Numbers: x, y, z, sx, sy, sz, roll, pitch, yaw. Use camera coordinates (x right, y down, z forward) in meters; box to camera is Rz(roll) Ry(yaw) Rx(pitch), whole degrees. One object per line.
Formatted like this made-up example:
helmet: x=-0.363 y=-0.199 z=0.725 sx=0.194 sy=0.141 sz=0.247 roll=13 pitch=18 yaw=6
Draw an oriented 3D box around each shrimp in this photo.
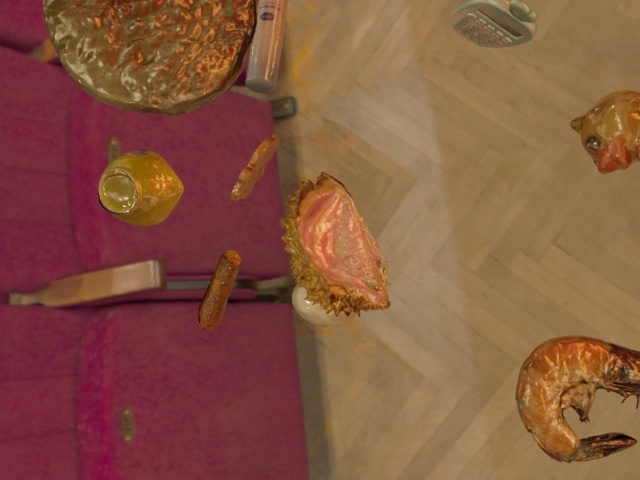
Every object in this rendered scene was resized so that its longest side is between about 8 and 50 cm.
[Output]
shrimp: x=0.625 y=0.348 z=1.408 sx=0.445 sy=0.085 sz=0.272 roll=7 pitch=88 yaw=-12

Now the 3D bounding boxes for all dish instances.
dish: x=-0.362 y=-0.096 z=1.237 sx=0.208 sy=0.080 sz=0.149 roll=-1 pitch=98 yaw=26

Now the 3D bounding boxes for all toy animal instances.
toy animal: x=0.597 y=-0.198 z=1.192 sx=0.281 sy=0.195 sz=0.169 roll=5 pitch=66 yaw=34

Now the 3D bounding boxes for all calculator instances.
calculator: x=0.434 y=-0.545 z=1.633 sx=0.042 sy=0.184 sz=0.295 roll=-64 pitch=19 yaw=-3

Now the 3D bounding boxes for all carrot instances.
carrot: x=-0.272 y=0.136 z=1.769 sx=0.070 sy=0.070 sz=0.260 roll=44 pitch=127 yaw=26

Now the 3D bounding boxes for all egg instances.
egg: x=0.016 y=0.151 z=1.717 sx=0.151 sy=0.209 sz=0.151 roll=-1 pitch=89 yaw=48

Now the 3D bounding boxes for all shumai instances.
shumai: x=-0.294 y=-0.371 z=1.141 sx=0.324 sy=0.323 sz=0.397 roll=-10 pitch=82 yaw=-15

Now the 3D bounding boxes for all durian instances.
durian: x=-0.001 y=0.011 z=1.252 sx=0.185 sy=0.195 sz=0.305 roll=-18 pitch=85 yaw=21

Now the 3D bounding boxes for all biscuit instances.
biscuit: x=-0.196 y=-0.220 z=1.956 sx=0.036 sy=0.166 sz=0.225 roll=34 pitch=106 yaw=7

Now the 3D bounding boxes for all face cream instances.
face cream: x=-0.132 y=-0.492 z=1.621 sx=0.077 sy=0.077 sz=0.250 roll=-1 pitch=74 yaw=27
